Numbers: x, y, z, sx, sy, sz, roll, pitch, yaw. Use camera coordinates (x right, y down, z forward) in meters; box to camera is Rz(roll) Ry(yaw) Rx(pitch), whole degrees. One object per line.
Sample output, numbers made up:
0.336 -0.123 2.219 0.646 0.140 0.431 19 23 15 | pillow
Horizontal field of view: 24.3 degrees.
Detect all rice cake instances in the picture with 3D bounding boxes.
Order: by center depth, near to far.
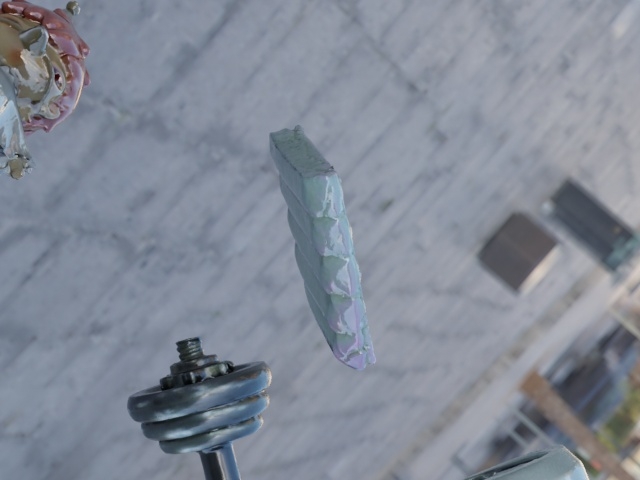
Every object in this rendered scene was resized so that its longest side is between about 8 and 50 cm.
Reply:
0.000 0.000 1.223 0.037 0.189 0.198 -15 -155 -6 | rice cake

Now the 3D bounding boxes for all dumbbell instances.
-0.106 0.312 1.738 0.179 0.406 0.179 -14 179 0 | dumbbell

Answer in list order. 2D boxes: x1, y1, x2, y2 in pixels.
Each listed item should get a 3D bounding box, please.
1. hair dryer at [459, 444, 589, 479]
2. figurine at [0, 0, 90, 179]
0.154 0.239 1.076 0.107 0.173 0.357 -19 173 2 | hair dryer
-0.345 -0.187 1.646 0.166 0.207 0.387 -44 180 35 | figurine
